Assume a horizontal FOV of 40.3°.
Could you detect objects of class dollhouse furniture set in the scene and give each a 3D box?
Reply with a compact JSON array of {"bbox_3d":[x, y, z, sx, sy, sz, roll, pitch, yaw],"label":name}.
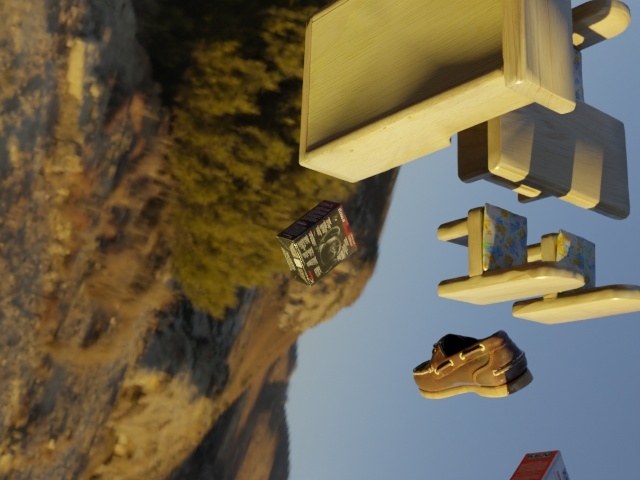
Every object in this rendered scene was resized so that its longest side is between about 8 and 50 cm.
[{"bbox_3d":[0.133,-0.080,0.528,0.161,0.242,0.212,-18,-115,49],"label":"dollhouse furniture set"}]

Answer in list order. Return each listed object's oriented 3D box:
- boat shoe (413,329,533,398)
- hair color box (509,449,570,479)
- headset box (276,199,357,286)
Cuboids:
[{"bbox_3d":[0.168,0.141,1.027,0.073,0.073,0.207,-33,-176,-28],"label":"boat shoe"},{"bbox_3d":[0.226,0.286,0.919,0.141,0.043,0.072,-26,97,-56],"label":"hair color box"},{"bbox_3d":[0.000,0.000,0.950,0.083,0.032,0.062,-39,125,-28],"label":"headset box"}]
